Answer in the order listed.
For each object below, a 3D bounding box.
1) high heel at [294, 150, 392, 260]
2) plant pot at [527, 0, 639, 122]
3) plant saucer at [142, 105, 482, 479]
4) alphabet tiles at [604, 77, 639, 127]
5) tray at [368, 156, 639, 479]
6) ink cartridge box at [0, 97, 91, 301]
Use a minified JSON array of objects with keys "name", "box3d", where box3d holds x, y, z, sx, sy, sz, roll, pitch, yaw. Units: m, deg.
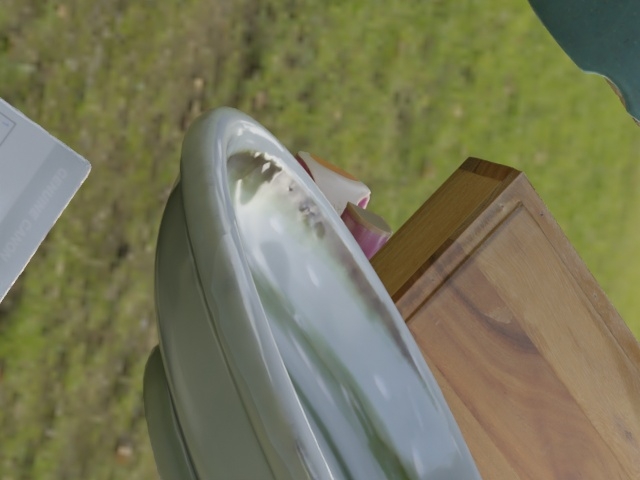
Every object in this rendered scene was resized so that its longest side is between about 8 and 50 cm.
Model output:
[{"name":"high heel","box3d":[0.000,0.000,1.687,0.117,0.082,0.244,-61,-154,12]},{"name":"plant pot","box3d":[0.332,-0.251,1.299,0.334,0.341,0.341,-47,-176,30]},{"name":"plant saucer","box3d":[0.003,0.128,0.946,0.400,0.100,0.400,59,11,-19]},{"name":"alphabet tiles","box3d":[0.385,-0.060,1.854,0.284,0.021,0.278,45,14,-26]},{"name":"tray","box3d":[0.167,0.157,1.374,0.203,0.076,0.411,-46,119,-14]},{"name":"ink cartridge box","box3d":[-0.414,-0.045,1.381,0.308,0.385,0.091,-59,-170,-28]}]
